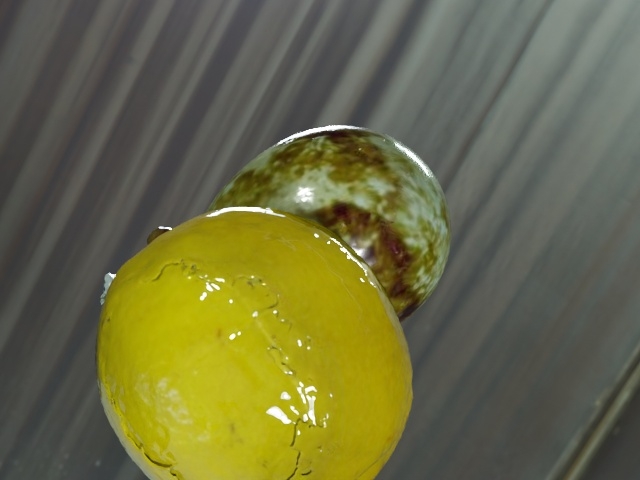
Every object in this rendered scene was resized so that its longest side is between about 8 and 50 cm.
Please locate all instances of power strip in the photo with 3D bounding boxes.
[{"bbox_3d":[-0.237,0.064,1.415,0.055,0.035,0.083,46,-2,3],"label":"power strip"}]

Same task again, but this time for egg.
[{"bbox_3d":[0.000,0.000,1.330,0.238,0.289,0.238,-19,90,-90],"label":"egg"}]

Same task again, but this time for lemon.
[{"bbox_3d":[-0.059,0.115,1.108,0.297,0.297,0.297,28,13,-7],"label":"lemon"}]
